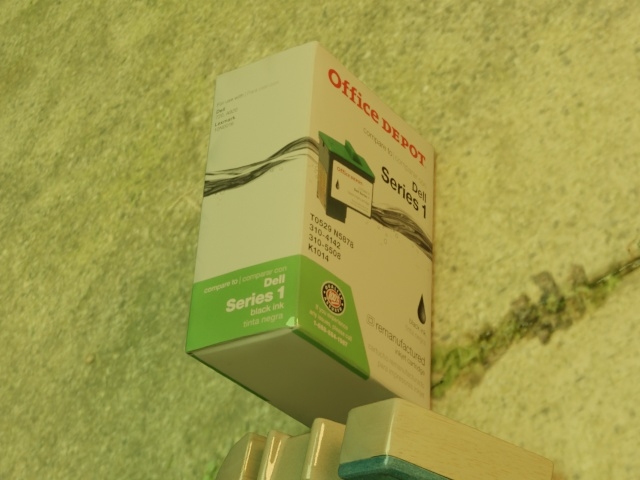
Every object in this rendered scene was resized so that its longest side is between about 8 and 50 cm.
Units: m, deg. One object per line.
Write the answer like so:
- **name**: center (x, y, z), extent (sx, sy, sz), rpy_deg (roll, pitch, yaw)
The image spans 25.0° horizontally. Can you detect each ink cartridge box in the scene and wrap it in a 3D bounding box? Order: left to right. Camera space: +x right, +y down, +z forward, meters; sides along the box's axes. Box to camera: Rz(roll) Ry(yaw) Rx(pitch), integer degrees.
- **ink cartridge box**: center (0.000, 0.000, 0.977), extent (0.092, 0.160, 0.219), rpy_deg (-16, 55, 32)

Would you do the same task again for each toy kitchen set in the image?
- **toy kitchen set**: center (0.022, 0.206, 0.889), extent (0.207, 0.122, 0.166), rpy_deg (-24, 48, 55)
